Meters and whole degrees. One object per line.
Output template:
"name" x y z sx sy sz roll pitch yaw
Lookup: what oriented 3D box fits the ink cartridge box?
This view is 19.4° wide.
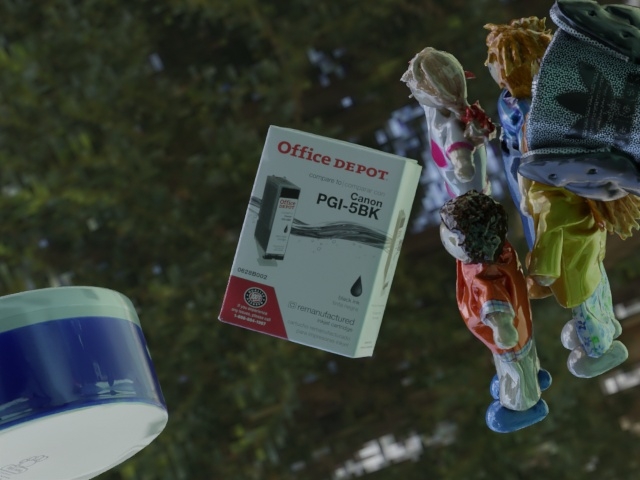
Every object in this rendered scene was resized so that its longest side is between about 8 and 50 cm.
"ink cartridge box" 0.000 0.000 1.230 0.056 0.099 0.135 7 -83 -76

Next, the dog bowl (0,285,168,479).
"dog bowl" -0.263 0.141 1.531 0.265 0.265 0.104 13 -128 -61

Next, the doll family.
"doll family" 0.120 -0.032 1.038 0.263 0.118 0.163 -98 -7 -58

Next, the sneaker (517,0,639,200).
"sneaker" 0.170 -0.045 0.803 0.268 0.153 0.101 -134 56 -81
